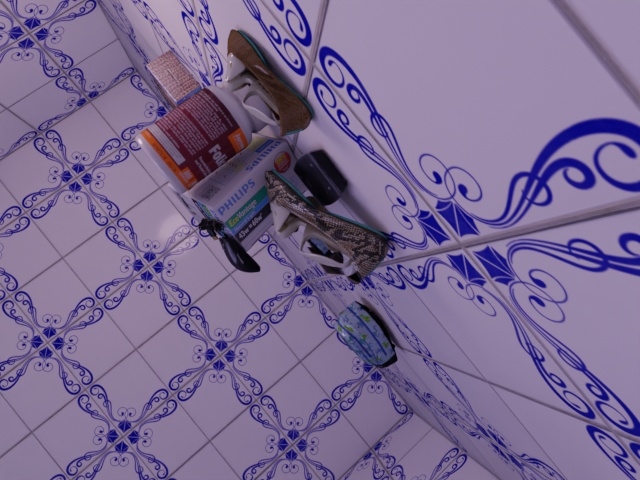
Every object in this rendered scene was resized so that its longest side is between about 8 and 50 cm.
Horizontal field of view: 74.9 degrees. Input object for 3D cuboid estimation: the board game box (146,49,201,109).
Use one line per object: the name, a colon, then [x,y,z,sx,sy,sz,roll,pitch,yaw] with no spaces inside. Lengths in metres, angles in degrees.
board game box: [-0.709,-0.755,2.103,0.232,0.141,0.291,50,170,2]

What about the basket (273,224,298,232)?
basket: [-0.176,-0.193,1.913,0.213,0.223,0.299,18,-170,-34]

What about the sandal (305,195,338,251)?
sandal: [0.025,-0.070,1.608,0.240,0.088,0.079,57,-159,6]

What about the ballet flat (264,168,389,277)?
ballet flat: [-0.027,-0.044,1.284,0.482,0.182,0.164,33,175,19]

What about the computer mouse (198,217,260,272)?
computer mouse: [-0.332,0.029,1.464,0.184,0.060,0.262,14,148,50]

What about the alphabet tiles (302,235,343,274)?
alphabet tiles: [0.015,0.067,1.917,0.237,0.009,0.198,52,-159,26]

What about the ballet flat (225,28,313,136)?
ballet flat: [-0.165,-0.401,1.084,0.342,0.124,0.116,50,169,7]

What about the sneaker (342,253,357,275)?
sneaker: [0.122,0.062,1.596,0.115,0.090,0.232,56,161,6]

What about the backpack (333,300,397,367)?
backpack: [0.227,0.484,2.192,0.290,0.273,0.356,49,159,49]

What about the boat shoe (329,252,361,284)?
boat shoe: [0.117,0.121,1.851,0.183,0.066,0.066,43,166,-10]

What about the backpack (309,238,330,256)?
backpack: [0.000,0.000,1.836,0.114,0.084,0.105,43,178,-16]

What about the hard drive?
hard drive: [-0.002,-0.193,1.292,0.172,0.054,0.254,52,170,-6]

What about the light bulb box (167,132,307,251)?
light bulb box: [-0.301,-0.202,1.548,0.360,0.358,0.225,26,156,43]

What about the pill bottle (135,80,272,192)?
pill bottle: [-0.365,-0.351,1.352,0.224,0.392,0.224,49,170,12]
